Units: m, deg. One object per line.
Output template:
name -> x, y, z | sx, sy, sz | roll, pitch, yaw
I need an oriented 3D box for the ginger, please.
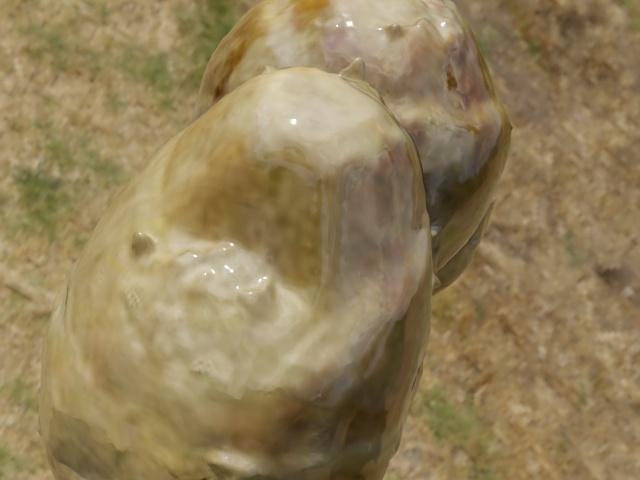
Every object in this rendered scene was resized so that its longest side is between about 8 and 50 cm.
ginger -> 0.000, 0.000, 0.647 | 0.155, 0.244, 0.304 | 20, 42, 17
